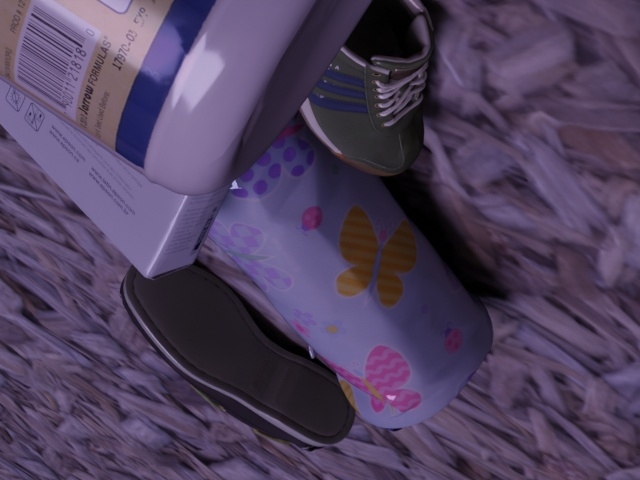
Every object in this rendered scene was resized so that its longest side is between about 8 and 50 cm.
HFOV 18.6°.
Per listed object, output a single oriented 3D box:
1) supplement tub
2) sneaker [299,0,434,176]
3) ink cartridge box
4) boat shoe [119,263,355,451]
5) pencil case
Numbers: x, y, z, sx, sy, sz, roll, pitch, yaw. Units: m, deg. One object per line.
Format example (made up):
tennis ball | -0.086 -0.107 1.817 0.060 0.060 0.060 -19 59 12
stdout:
supplement tub | -0.121 -0.191 0.887 0.316 0.228 0.228 34 157 3
sneaker | 0.028 -0.099 1.073 0.086 0.064 0.192 20 151 43
ink cartridge box | -0.117 -0.130 1.113 0.223 0.045 0.224 45 131 21
boat shoe | -0.078 0.097 1.587 0.228 0.081 0.069 39 153 -16
pencil case | 0.000 0.000 1.249 0.124 0.113 0.273 17 152 51
